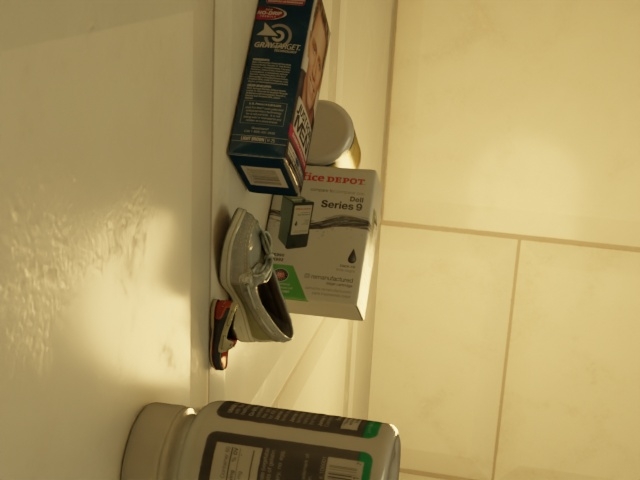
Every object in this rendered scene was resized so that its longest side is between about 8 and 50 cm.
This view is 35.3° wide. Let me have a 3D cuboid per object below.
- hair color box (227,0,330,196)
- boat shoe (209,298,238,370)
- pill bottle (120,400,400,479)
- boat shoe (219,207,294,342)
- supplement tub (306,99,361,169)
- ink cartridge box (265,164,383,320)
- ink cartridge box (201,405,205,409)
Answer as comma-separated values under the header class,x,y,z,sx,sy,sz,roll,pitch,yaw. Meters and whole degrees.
class,x,y,z,sx,sy,sz,roll,pitch,yaw
hair color box,-0.067,-0.272,1.798,0.174,0.105,0.347,67,30,-69
boat shoe,-0.163,0.164,1.716,0.049,0.043,0.137,-64,159,-66
pill bottle,-0.079,0.334,1.406,0.204,0.361,0.204,7,90,-79
boat shoe,-0.109,0.069,1.775,0.320,0.103,0.118,86,15,-44
supplement tub,0.010,-0.195,2.129,0.200,0.144,0.144,65,33,-70
ink cartridge box,0.000,0.000,2.026,0.121,0.211,0.289,64,33,-67
ink cartridge box,-0.107,0.432,1.750,0.270,0.198,0.197,77,22,-62
